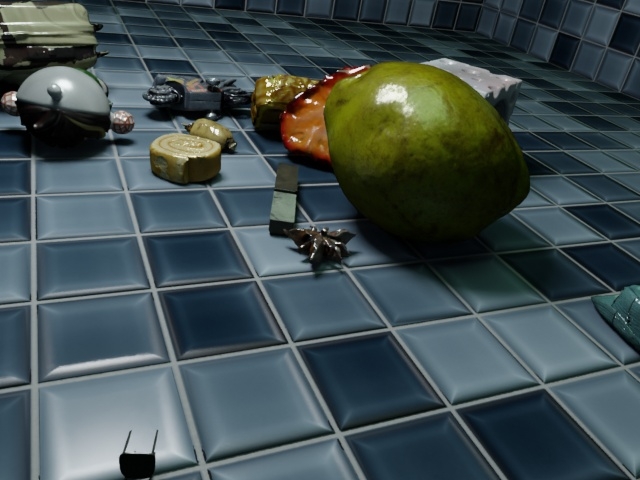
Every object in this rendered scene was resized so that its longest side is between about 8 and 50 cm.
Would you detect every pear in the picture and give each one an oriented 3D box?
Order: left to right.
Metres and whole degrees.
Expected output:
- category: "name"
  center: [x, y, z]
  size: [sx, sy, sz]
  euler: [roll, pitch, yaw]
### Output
- category: "pear"
  center: [0.193, -0.165, 1.117]
  size: [0.413, 0.352, 0.352]
  euler: [39, 37, 11]

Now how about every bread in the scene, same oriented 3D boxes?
- category: "bread"
  center: [-0.292, -0.173, 1.238]
  size: [0.149, 0.073, 0.122]
  euler: [16, 36, 13]
- category: "bread"
  center: [-0.071, -0.353, 1.517]
  size: [0.222, 0.096, 0.181]
  euler: [0, -13, -18]

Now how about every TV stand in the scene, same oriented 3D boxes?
- category: "TV stand"
  center: [-0.074, -0.090, 1.186]
  size: [0.049, 0.040, 0.256]
  euler: [8, 30, -6]

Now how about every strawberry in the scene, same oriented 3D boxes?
- category: "strawberry"
  center: [0.072, -0.285, 1.419]
  size: [0.336, 0.265, 0.149]
  euler: [-5, 0, 6]

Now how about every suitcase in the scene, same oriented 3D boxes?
- category: "suitcase"
  center: [-0.719, -0.495, 1.480]
  size: [0.339, 0.194, 0.351]
  euler: [-17, 18, -37]

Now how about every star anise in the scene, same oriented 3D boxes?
- category: "star anise"
  center: [0.011, 0.000, 1.043]
  size: [0.129, 0.056, 0.124]
  euler: [-8, 34, -29]

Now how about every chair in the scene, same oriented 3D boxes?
- category: "chair"
  center: [-0.189, 0.238, 0.593]
  size: [0.037, 0.042, 0.086]
  euler: [2, 31, -7]

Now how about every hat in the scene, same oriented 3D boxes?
- category: "hat"
  center: [0.556, 0.124, 0.979]
  size: [0.138, 0.078, 0.191]
  euler: [-5, 33, -22]

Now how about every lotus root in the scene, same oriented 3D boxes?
- category: "lotus root"
  center: [-0.270, -0.261, 1.397]
  size: [0.152, 0.063, 0.072]
  euler: [21, 41, 10]

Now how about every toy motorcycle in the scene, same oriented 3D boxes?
- category: "toy motorcycle"
  center: [-0.344, -0.403, 1.576]
  size: [0.307, 0.108, 0.173]
  euler: [-8, 29, -32]

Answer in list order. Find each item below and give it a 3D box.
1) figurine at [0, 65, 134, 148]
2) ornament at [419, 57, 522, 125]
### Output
- category: "figurine"
  center: [-0.564, -0.316, 1.306]
  size: [0.281, 0.167, 0.370]
  euler: [8, 21, -13]
- category: "ornament"
  center: [0.345, -0.321, 1.513]
  size: [0.240, 0.239, 0.240]
  euler: [27, 34, 28]
